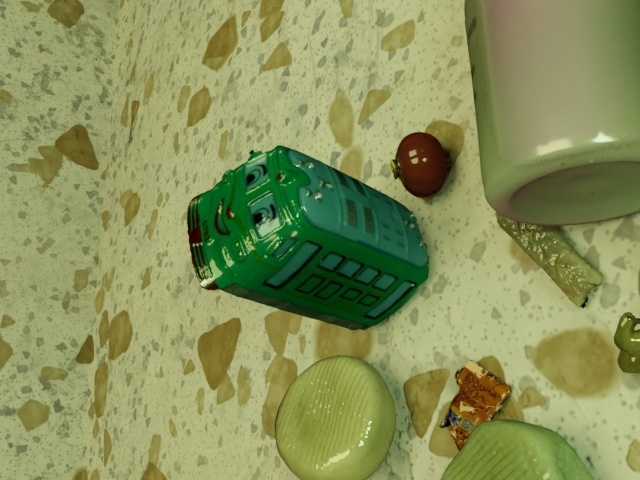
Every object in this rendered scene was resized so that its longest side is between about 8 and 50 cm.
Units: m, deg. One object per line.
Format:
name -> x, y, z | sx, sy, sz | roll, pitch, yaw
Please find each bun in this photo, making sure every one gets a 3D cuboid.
bun -> 0.230, 0.315, 0.746 | 0.221, 0.108, 0.221 | -37, 45, 49
bun -> 0.032, 0.288, 1.020 | 0.222, 0.127, 0.222 | -28, 34, 21

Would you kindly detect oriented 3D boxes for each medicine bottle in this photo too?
medicine bottle -> 0.277, -0.228, 0.749 | 0.219, 0.219, 0.388 | -25, 61, 48

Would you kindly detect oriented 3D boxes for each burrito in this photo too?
burrito -> 0.284, 0.008, 0.821 | 0.051, 0.042, 0.171 | -48, 45, 20

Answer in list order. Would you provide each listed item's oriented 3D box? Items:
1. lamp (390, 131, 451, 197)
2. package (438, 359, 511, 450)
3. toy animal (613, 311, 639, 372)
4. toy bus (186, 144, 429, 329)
lamp -> 0.153, -0.115, 0.998 | 0.101, 0.090, 0.101 | -9, -90, -90
package -> 0.199, 0.221, 0.878 | 0.110, 0.033, 0.077 | -62, 28, 12
toy animal -> 0.376, 0.049, 0.655 | 0.101, 0.103, 0.218 | 23, 96, 35
toy bus -> 0.000, 0.000, 0.967 | 0.199, 0.344, 0.183 | -37, 51, 30
